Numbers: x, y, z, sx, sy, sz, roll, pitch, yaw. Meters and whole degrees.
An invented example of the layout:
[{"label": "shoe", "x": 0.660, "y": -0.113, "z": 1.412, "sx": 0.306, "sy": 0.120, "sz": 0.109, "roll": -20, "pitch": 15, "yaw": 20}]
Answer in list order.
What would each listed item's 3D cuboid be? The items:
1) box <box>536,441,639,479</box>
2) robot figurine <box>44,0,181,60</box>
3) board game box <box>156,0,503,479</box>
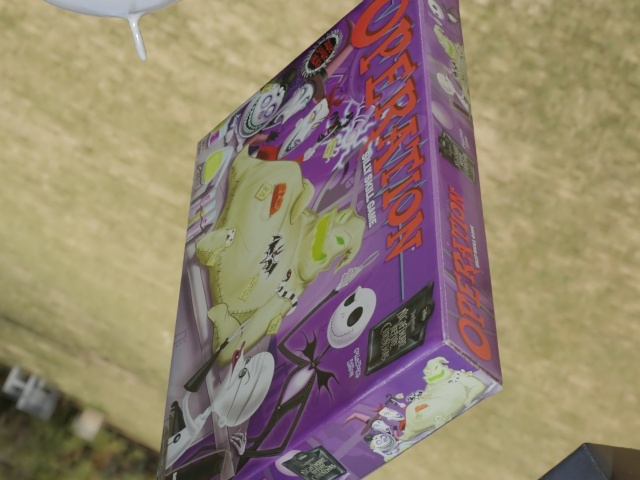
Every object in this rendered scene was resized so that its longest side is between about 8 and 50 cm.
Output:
[{"label": "box", "x": 0.201, "y": 0.318, "z": 1.158, "sx": 0.343, "sy": 0.312, "sz": 0.179, "roll": 16, "pitch": -142, "yaw": -54}, {"label": "robot figurine", "x": -0.157, "y": -0.322, "z": 1.180, "sx": 0.199, "sy": 0.354, "sz": 0.300, "roll": -12, "pitch": 157, "yaw": 39}, {"label": "board game box", "x": 0.000, "y": 0.000, "z": 0.868, "sx": 0.208, "sy": 0.347, "sz": 0.056, "roll": -34, "pitch": 122, "yaw": 25}]
